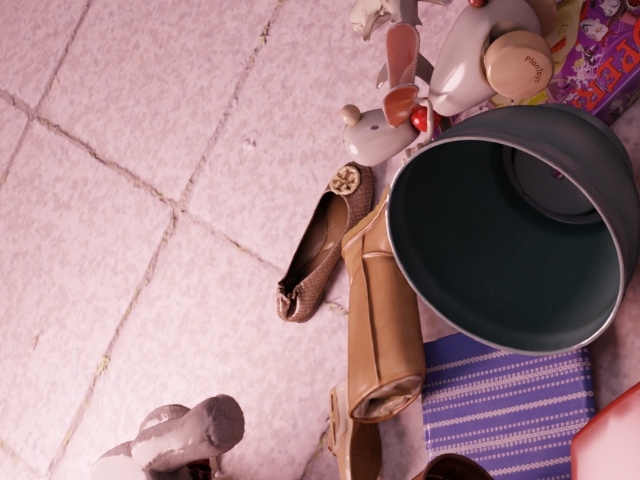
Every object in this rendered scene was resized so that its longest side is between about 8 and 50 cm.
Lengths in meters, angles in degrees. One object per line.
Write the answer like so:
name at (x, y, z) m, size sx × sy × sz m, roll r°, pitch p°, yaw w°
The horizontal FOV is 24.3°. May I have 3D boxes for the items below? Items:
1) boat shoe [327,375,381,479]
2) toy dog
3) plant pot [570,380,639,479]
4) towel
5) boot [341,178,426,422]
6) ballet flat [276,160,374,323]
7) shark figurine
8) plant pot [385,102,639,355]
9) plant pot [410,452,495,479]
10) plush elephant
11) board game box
boat shoe at (0.039, 0.260, 1.955) m, size 0.059 × 0.063 × 0.170 m, roll -28°, pitch 47°, yaw 36°
toy dog at (0.145, -0.222, 1.864) m, size 0.333 × 0.161 × 0.220 m, roll -42°, pitch 26°, yaw 9°
plant pot at (0.398, 0.272, 1.485) m, size 0.235 × 0.267 × 0.267 m, roll -25°, pitch 57°, yaw 50°
towel at (0.232, 0.255, 1.795) m, size 0.243 × 0.040 × 0.336 m, roll -19°, pitch 64°, yaw 36°
boot at (0.110, 0.067, 1.906) m, size 0.236 × 0.089 × 0.269 m, roll -49°, pitch 33°, yaw 43°
ballet flat at (0.000, 0.000, 2.092) m, size 0.084 × 0.058 × 0.250 m, roll 31°, pitch 96°, yaw 45°
shark figurine at (0.125, -0.313, 2.060) m, size 0.278 × 0.116 × 0.166 m, roll -117°, pitch 38°, yaw -60°
plant pot at (0.250, -0.041, 1.733) m, size 0.293 × 0.293 × 0.196 m, roll -9°, pitch 27°, yaw 41°
plant pot at (0.119, 0.357, 1.730) m, size 0.165 × 0.167 × 0.167 m, roll -36°, pitch 52°, yaw 34°
plush elephant at (-0.182, 0.361, 2.007) m, size 0.330 × 0.255 × 0.272 m, roll -10°, pitch 76°, yaw 33°
board game box at (0.297, -0.205, 1.903) m, size 0.347 × 0.056 × 0.208 m, roll -46°, pitch 52°, yaw 20°
